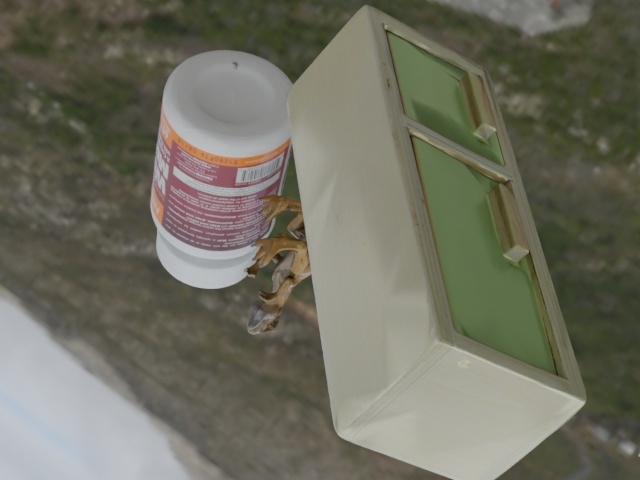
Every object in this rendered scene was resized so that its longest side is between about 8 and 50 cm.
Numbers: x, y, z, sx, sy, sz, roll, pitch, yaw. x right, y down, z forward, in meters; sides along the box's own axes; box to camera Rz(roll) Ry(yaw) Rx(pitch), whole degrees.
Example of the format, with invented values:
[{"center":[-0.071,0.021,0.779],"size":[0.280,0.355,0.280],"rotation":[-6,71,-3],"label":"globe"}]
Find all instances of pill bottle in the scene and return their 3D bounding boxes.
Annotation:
[{"center":[-0.093,-0.059,1.354],"size":[0.121,0.121,0.221],"rotation":[35,143,15],"label":"pill bottle"}]

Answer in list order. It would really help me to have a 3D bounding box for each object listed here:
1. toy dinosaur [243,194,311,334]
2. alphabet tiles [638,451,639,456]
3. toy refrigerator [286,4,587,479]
[{"center":[0.000,0.000,1.276],"size":[0.112,0.211,0.064],"rotation":[28,-145,-43],"label":"toy dinosaur"},{"center":[0.386,0.139,1.503],"size":[0.009,0.198,0.237],"rotation":[29,154,7],"label":"alphabet tiles"},{"center":[0.059,-0.007,0.825],"size":[0.102,0.094,0.269],"rotation":[24,-144,-28],"label":"toy refrigerator"}]
